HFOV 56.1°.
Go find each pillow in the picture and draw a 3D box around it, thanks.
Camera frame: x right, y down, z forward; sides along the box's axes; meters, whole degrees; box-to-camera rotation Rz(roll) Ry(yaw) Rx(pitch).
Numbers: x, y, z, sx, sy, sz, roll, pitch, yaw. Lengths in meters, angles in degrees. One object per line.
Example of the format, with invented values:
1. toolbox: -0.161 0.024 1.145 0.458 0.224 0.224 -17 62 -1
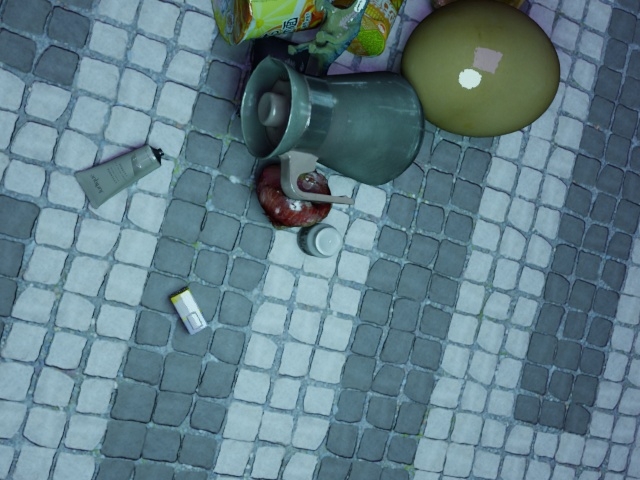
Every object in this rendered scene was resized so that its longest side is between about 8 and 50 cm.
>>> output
1. pillow: -0.102 -0.358 1.362 0.141 0.055 0.208 15 87 -15

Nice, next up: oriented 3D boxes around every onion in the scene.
1. onion: -0.068 -0.091 1.341 0.184 0.184 0.147 24 122 -16

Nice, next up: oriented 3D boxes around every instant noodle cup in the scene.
1. instant noodle cup: 0.118 -0.545 1.375 0.168 0.168 0.185 32 76 -15
2. instant noodle cup: -0.105 -0.550 1.267 0.200 0.264 0.264 -12 96 -25

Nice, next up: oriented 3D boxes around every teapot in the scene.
1. teapot: 0.026 -0.228 1.266 0.344 0.253 0.300 2 87 -35

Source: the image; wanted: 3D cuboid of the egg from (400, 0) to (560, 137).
1. egg: 0.366 -0.387 1.372 0.374 0.301 0.301 3 91 -23

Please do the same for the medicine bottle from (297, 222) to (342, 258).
1. medicine bottle: 0.000 0.000 1.361 0.079 0.140 0.079 -1 92 -17

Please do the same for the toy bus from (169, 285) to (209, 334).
1. toy bus: -0.288 0.157 1.326 0.052 0.058 0.102 -28 99 -13

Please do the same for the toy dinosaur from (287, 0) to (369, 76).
1. toy dinosaur: 0.031 -0.437 1.266 0.147 0.363 0.076 -10 58 -44

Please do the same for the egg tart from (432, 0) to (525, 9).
1. egg tart: 0.393 -0.674 1.459 0.319 0.128 0.318 -1 95 -15

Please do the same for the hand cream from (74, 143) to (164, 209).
1. hand cream: -0.420 -0.148 1.283 0.186 0.054 0.087 -30 96 -7
